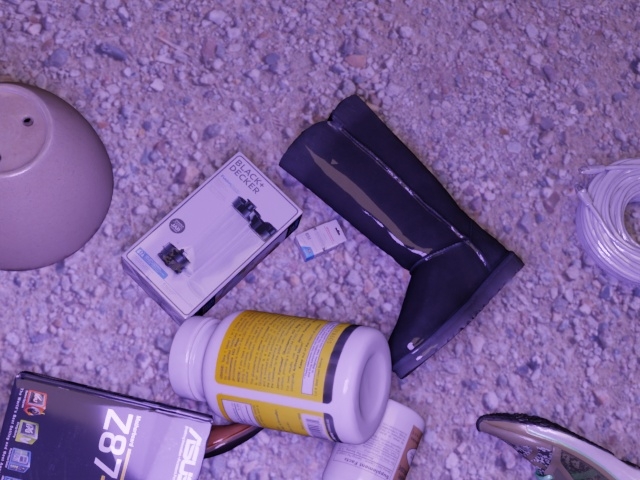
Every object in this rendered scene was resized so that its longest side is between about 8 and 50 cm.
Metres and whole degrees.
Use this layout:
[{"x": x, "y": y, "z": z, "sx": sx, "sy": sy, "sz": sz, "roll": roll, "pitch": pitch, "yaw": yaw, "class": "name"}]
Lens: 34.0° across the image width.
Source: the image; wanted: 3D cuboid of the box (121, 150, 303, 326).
[{"x": -0.191, "y": -0.001, "z": 1.856, "sx": 0.169, "sy": 0.087, "sz": 0.290, "roll": 45, "pitch": 71, "yaw": 8, "class": "box"}]

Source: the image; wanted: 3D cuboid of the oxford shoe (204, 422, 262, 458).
[{"x": -0.195, "y": 0.328, "z": 1.751, "sx": 0.212, "sy": 0.076, "sz": 0.076, "roll": -18, "pitch": 69, "yaw": -12, "class": "oxford shoe"}]

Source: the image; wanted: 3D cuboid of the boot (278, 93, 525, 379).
[{"x": 0.100, "y": -0.016, "z": 1.840, "sx": 0.445, "sy": 0.146, "sz": 0.367, "roll": 47, "pitch": 47, "yaw": 5, "class": "boot"}]

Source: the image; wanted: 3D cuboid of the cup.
[{"x": -0.525, "y": -0.138, "z": 1.778, "sx": 0.331, "sy": 0.237, "sz": 0.330, "roll": 3, "pitch": 71, "yaw": -8, "class": "cup"}]

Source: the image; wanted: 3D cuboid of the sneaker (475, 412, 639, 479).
[{"x": 0.437, "y": 0.430, "z": 1.777, "sx": 0.410, "sy": 0.158, "sz": 0.182, "roll": 27, "pitch": 87, "yaw": 7, "class": "sneaker"}]

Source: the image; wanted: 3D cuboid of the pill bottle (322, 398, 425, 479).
[{"x": 0.076, "y": 0.381, "z": 1.738, "sx": 0.131, "sy": 0.131, "sz": 0.229, "roll": 24, "pitch": 70, "yaw": 1, "class": "pill bottle"}]

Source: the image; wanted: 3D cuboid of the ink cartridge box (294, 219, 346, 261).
[{"x": 0.000, "y": 0.000, "z": 1.913, "sx": 0.083, "sy": 0.028, "sz": 0.048, "roll": -23, "pitch": 76, "yaw": -14, "class": "ink cartridge box"}]

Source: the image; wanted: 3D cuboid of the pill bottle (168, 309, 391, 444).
[{"x": -0.068, "y": 0.212, "z": 1.698, "sx": 0.334, "sy": 0.188, "sz": 0.187, "roll": 7, "pitch": 68, "yaw": 24, "class": "pill bottle"}]

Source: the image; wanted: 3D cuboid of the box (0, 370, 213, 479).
[{"x": -0.367, "y": 0.431, "z": 1.641, "sx": 0.318, "sy": 0.097, "sz": 0.394, "roll": 15, "pitch": 83, "yaw": -5, "class": "box"}]

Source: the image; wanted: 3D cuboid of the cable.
[{"x": 0.612, "y": -0.033, "z": 1.980, "sx": 0.257, "sy": 0.089, "sz": 0.257, "roll": -12, "pitch": 74, "yaw": -13, "class": "cable"}]
